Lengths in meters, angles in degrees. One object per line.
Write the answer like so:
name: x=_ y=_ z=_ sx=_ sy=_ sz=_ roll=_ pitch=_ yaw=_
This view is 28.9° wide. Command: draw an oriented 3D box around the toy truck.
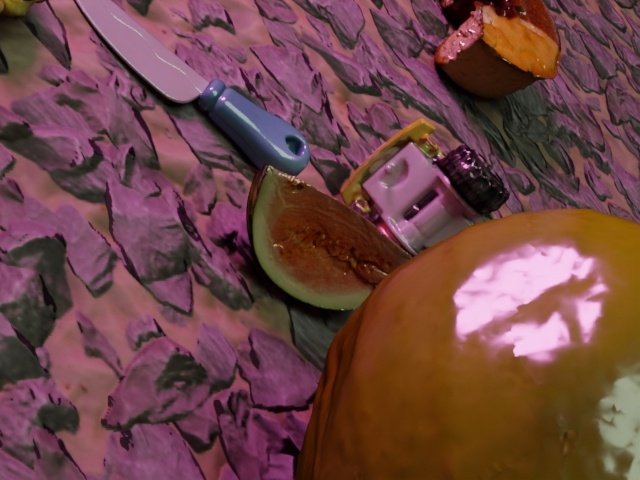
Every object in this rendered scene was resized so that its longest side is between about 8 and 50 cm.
toy truck: x=0.143 y=0.025 z=1.062 sx=0.286 sy=0.136 sz=0.111 roll=47 pitch=13 yaw=-11

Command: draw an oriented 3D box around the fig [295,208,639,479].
fig: x=0.141 y=0.154 z=0.742 sx=0.343 sy=0.343 sz=0.343 roll=32 pitch=38 yaw=-29

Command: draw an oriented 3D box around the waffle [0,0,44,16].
waffle: x=-0.306 y=-0.248 z=0.828 sx=0.280 sy=0.060 sz=0.262 roll=49 pitch=36 yaw=-4

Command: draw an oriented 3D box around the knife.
knife: x=-0.109 y=-0.128 z=0.988 sx=0.244 sy=0.032 sz=0.058 roll=36 pitch=45 yaw=-16

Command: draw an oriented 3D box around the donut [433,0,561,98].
donut: x=0.196 y=-0.230 z=1.403 sx=0.141 sy=0.085 sz=0.217 roll=41 pitch=35 yaw=-18

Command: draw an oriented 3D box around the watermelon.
watermelon: x=-0.008 y=0.012 z=0.944 sx=0.163 sy=0.087 sz=0.069 roll=33 pitch=69 yaw=-26
